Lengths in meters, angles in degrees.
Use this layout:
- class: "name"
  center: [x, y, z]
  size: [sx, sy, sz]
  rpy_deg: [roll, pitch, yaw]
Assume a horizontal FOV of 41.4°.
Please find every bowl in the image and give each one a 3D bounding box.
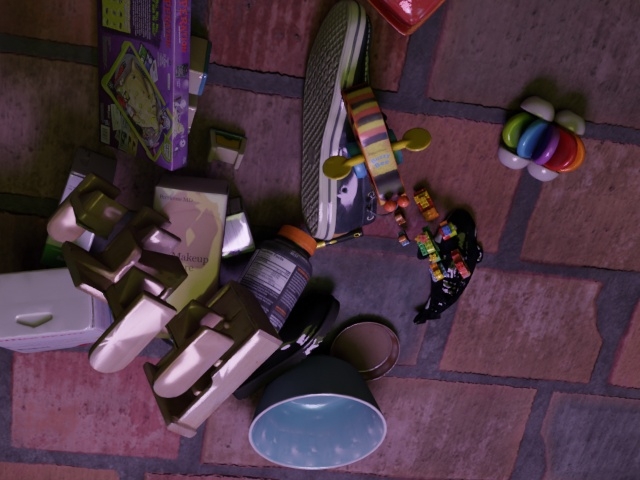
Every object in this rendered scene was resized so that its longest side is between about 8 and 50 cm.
- class: "bowl"
  center: [-0.008, 0.379, 1.953]
  size: [0.312, 0.163, 0.311]
  rpy_deg: [-1, 135, -1]

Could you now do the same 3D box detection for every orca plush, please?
- class: "orca plush"
  center: [0.287, 0.078, 1.911]
  size: [0.151, 0.102, 0.287]
  rpy_deg: [22, 110, -18]

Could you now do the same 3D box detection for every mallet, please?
- class: "mallet"
  center: [0.000, 0.000, 1.874]
  size: [0.190, 0.039, 0.062]
  rpy_deg: [-23, 114, -2]

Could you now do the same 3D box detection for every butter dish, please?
- class: "butter dish"
  center: [0.176, -0.484, 1.617]
  size: [0.160, 0.118, 0.160]
  rpy_deg: [39, 105, -23]

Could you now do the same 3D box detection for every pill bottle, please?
- class: "pill bottle"
  center: [-0.101, 0.089, 1.768]
  size: [0.130, 0.130, 0.245]
  rpy_deg: [38, 72, -22]

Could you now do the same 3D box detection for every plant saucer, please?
- class: "plant saucer"
  center: [0.104, 0.260, 2.014]
  size: [0.169, 0.029, 0.168]
  rpy_deg: [-4, 116, -8]

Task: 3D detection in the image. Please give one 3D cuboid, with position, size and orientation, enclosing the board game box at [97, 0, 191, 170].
- class: "board game box"
  center: [-0.334, -0.324, 1.591]
  size: [0.056, 0.208, 0.346]
  rpy_deg: [-23, 128, -46]

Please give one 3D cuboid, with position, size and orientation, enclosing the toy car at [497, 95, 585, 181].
- class: "toy car"
  center: [0.475, -0.203, 1.784]
  size: [0.182, 0.136, 0.159]
  rpy_deg: [20, 111, -17]

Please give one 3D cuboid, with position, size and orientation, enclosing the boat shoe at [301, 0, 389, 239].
- class: "boat shoe"
  center: [0.059, -0.232, 1.693]
  size: [0.156, 0.187, 0.500]
  rpy_deg: [-6, 121, -17]

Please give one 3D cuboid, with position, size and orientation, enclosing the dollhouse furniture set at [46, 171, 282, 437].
- class: "dollhouse furniture set"
  center: [-0.303, 0.146, 1.483]
  size: [0.256, 0.362, 0.394]
  rpy_deg: [-46, 134, 9]

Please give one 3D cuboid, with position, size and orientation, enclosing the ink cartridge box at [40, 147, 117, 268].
- class: "ink cartridge box"
  center: [-0.485, -0.062, 1.705]
  size: [0.087, 0.153, 0.208]
  rpy_deg: [19, 112, -17]

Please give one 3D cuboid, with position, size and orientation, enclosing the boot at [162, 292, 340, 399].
- class: "boot"
  center: [-0.155, 0.179, 1.881]
  size: [0.348, 0.131, 0.260]
  rpy_deg: [-40, 111, 8]

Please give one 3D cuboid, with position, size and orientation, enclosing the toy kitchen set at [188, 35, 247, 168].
- class: "toy kitchen set"
  center: [-0.207, -0.270, 1.686]
  size: [0.166, 0.122, 0.207]
  rpy_deg: [13, 133, -14]

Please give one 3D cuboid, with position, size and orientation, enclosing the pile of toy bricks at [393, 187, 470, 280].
- class: "pile of toy bricks"
  center: [0.233, 0.000, 1.820]
  size: [0.118, 0.105, 0.212]
  rpy_deg: [-28, 88, 12]

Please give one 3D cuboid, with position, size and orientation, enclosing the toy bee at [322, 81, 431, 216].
- class: "toy bee"
  center: [0.123, -0.138, 1.566]
  size: [0.195, 0.162, 0.298]
  rpy_deg: [-38, 125, 11]

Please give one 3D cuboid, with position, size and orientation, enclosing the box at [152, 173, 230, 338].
- class: "box"
  center: [-0.267, 0.033, 1.688]
  size: [0.148, 0.121, 0.311]
  rpy_deg: [5, 107, -5]

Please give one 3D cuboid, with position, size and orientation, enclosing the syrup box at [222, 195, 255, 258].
- class: "syrup box"
  center: [-0.266, -0.008, 1.795]
  size: [0.237, 0.093, 0.096]
  rpy_deg: [-16, 116, -1]

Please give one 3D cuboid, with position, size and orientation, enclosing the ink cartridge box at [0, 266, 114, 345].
- class: "ink cartridge box"
  center: [-0.536, 0.144, 1.708]
  size: [0.226, 0.306, 0.131]
  rpy_deg: [-6, 78, -5]
